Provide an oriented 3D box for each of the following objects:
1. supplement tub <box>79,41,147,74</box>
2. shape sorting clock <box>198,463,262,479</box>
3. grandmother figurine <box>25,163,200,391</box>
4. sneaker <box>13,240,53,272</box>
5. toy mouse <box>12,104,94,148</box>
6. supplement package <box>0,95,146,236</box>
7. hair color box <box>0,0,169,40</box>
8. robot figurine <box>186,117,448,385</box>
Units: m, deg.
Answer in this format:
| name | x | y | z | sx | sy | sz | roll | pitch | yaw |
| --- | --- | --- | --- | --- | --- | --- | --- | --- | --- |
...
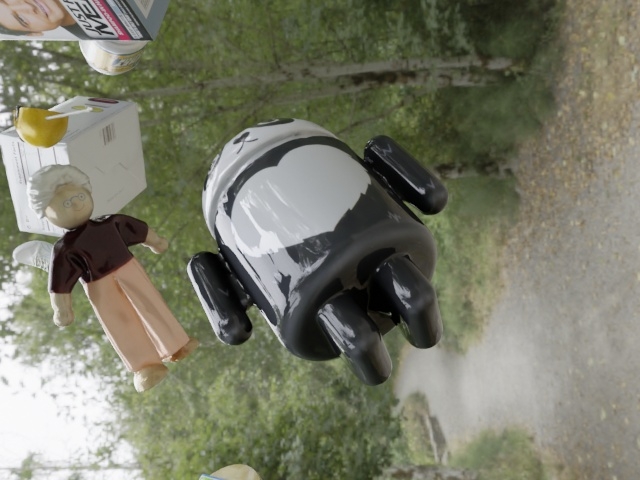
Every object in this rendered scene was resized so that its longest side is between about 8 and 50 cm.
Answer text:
| name | x | y | z | sx | sy | sz | roll | pitch | yaw |
| --- | --- | --- | --- | --- | --- | --- | --- | --- | --- |
| supplement tub | -0.467 | -0.465 | 1.413 | 0.200 | 0.144 | 0.144 | 170 | 95 | -65 |
| shape sorting clock | -0.156 | 0.406 | 0.865 | 0.040 | 0.206 | 0.206 | 51 | -160 | -26 |
| grandmother figurine | -0.307 | 0.040 | 0.917 | 0.342 | 0.104 | 0.208 | 61 | -142 | -15 |
| sneaker | -0.554 | 0.040 | 1.283 | 0.061 | 0.152 | 0.053 | -98 | 18 | -54 |
| toy mouse | -0.273 | -0.092 | 0.475 | 0.161 | 0.143 | 0.031 | 6 | 92 | 50 |
| supplement package | -0.487 | -0.156 | 1.267 | 0.262 | 0.145 | 0.204 | -65 | -20 | -59 |
| hair color box | -0.501 | -0.479 | 1.175 | 0.185 | 0.375 | 0.113 | 60 | -140 | -63 |
| robot figurine | -0.002 | 0.000 | 0.599 | 0.278 | 0.209 | 0.173 | 52 | 133 | 35 |
